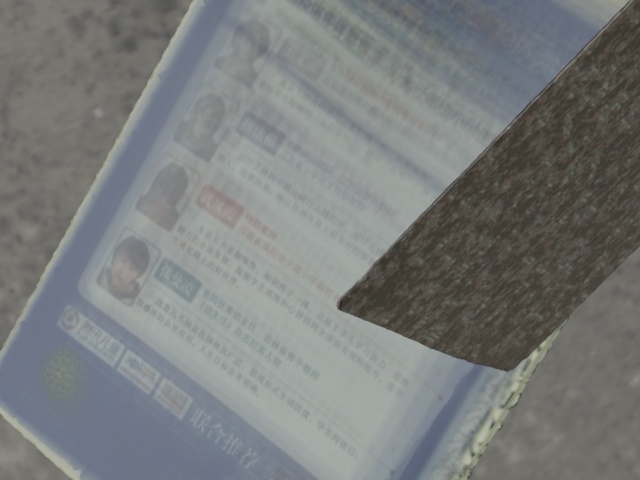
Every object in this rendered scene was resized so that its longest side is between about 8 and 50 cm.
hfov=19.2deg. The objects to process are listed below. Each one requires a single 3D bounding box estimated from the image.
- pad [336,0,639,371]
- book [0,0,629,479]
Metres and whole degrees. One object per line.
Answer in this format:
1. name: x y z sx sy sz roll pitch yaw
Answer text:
1. pad: 0.118 -0.045 0.656 0.235 0.158 0.003 -46 62 10
2. book: 0.000 0.000 0.811 0.228 0.018 0.322 38 106 24
